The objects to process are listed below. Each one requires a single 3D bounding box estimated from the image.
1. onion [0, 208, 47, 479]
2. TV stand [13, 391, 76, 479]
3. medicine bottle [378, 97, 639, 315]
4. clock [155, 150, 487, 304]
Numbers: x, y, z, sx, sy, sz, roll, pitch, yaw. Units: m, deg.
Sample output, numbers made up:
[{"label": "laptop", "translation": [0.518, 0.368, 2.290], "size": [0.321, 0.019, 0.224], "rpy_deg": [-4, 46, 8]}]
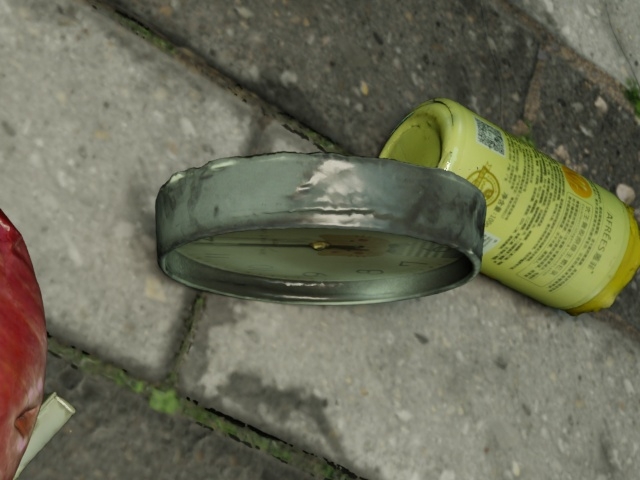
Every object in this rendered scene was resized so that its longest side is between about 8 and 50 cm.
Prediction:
[{"label": "onion", "translation": [-0.307, 0.078, 0.486], "size": [0.347, 0.285, 0.348], "rpy_deg": [10, 34, -7]}, {"label": "TV stand", "translation": [-0.238, 0.183, 0.616], "size": [0.042, 0.036, 0.249], "rpy_deg": [47, 56, -12]}, {"label": "medicine bottle", "translation": [0.164, -0.021, 0.897], "size": [0.238, 0.124, 0.124], "rpy_deg": [25, 64, -27]}, {"label": "clock", "translation": [0.000, 0.000, 0.713], "size": [0.226, 0.226, 0.049], "rpy_deg": [10, 71, -31]}]
